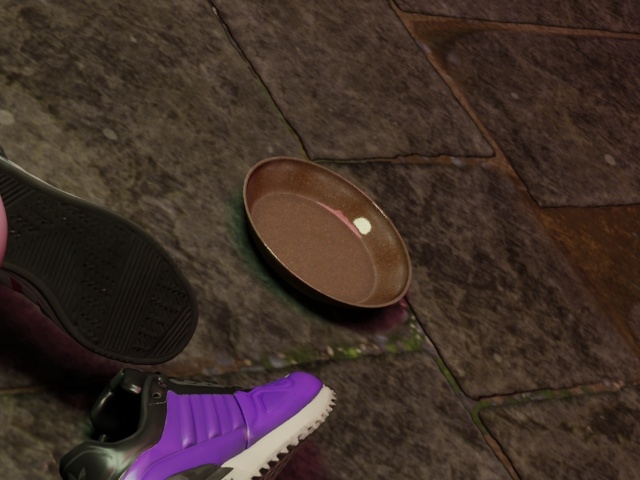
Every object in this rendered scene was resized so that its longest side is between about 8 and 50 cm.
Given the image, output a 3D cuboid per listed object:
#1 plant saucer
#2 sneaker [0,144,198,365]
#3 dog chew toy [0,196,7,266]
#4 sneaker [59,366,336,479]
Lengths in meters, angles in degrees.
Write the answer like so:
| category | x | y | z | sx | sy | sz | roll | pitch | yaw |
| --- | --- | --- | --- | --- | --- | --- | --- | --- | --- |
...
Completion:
| category | x | y | z | sx | sy | sz | roll | pitch | yaw |
| --- | --- | --- | --- | --- | --- | --- | --- | --- | --- |
| plant saucer | 0.000 | 0.000 | 1.768 | 0.198 | 0.036 | 0.199 | 26 | 35 | -20 |
| sneaker | -0.246 | -0.004 | 1.435 | 0.295 | 0.124 | 0.178 | 35 | -3 | -30 |
| dog chew toy | -0.309 | 0.057 | 1.128 | 0.206 | 0.332 | 0.207 | 25 | 36 | -20 |
| sneaker | -0.103 | 0.150 | 1.429 | 0.146 | 0.102 | 0.293 | 44 | 33 | 8 |
